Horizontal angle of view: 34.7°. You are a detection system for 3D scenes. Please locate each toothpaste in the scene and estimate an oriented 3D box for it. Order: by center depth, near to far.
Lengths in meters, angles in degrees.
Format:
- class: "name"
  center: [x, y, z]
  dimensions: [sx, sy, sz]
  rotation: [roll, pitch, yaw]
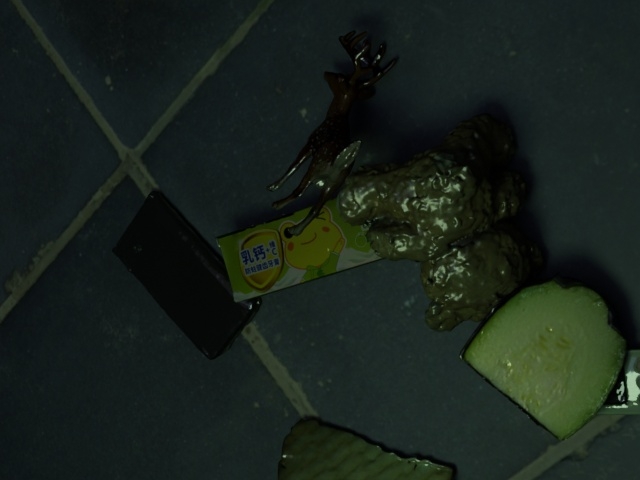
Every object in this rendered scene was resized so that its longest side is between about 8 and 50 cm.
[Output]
- class: "toothpaste"
  center: [0.000, 0.000, 1.537]
  dimensions: [0.328, 0.077, 0.110]
  rotation: [-18, 88, 30]

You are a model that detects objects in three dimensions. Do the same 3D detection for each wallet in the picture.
- class: "wallet"
  center: [-0.228, 0.058, 1.704]
  dimensions: [0.285, 0.030, 0.146]
  rotation: [45, 111, 20]

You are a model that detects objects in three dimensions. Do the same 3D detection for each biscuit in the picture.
- class: "biscuit"
  center: [0.044, 0.371, 1.508]
  dimensions: [0.274, 0.187, 0.036]
  rotation: [16, 141, 29]

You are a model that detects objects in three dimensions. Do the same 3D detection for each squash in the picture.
- class: "squash"
  center: [0.300, 0.139, 1.349]
  dimensions: [0.192, 0.085, 0.184]
  rotation: [41, 88, -1]

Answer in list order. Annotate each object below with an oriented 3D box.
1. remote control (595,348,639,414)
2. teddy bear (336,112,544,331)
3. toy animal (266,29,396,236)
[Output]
- class: "remote control"
  center: [0.466, 0.178, 1.306]
  dimensions: [0.310, 0.038, 0.090]
  rotation: [-5, 92, 31]
- class: "teddy bear"
  center: [0.186, -0.012, 1.366]
  dimensions: [0.267, 0.156, 0.256]
  rotation: [-27, 109, -7]
- class: "toy animal"
  center: [0.025, -0.149, 1.445]
  dimensions: [0.260, 0.087, 0.243]
  rotation: [-51, 30, 22]
